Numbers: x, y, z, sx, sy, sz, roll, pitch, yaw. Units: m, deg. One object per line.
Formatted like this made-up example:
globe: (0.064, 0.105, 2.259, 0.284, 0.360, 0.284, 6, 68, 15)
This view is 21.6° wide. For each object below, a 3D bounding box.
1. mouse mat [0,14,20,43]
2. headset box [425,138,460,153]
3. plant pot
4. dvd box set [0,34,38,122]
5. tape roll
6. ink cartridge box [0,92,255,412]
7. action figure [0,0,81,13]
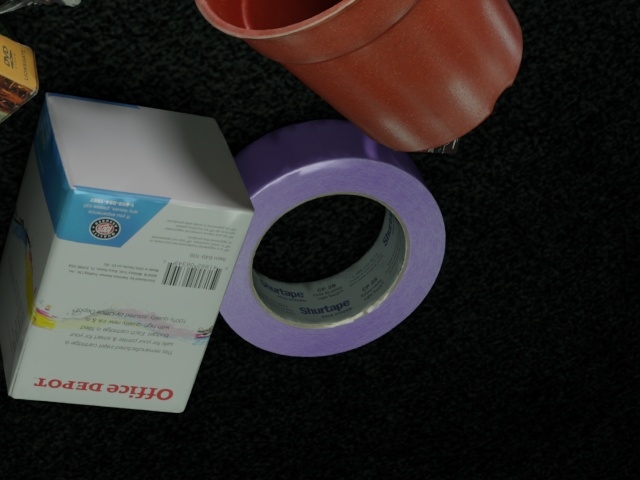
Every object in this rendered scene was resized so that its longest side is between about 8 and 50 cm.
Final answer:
mouse mat: (-0.395, -0.171, 1.679, 0.190, 0.007, 0.152, -31, 148, -4)
headset box: (0.108, -0.127, 1.882, 0.083, 0.062, 0.032, 3, 123, -19)
plant pot: (0.056, -0.240, 1.677, 0.272, 0.272, 0.265, -37, 136, 10)
dvd box set: (-0.518, -0.152, 1.548, 0.308, 0.062, 0.420, -34, 143, 27)
tape roll: (0.000, 0.000, 1.922, 0.275, 0.090, 0.274, -9, 127, -12)
ink cartridge box: (-0.219, 0.017, 1.793, 0.198, 0.197, 0.270, 8, 121, -23)
action figure: (-0.222, -0.308, 1.586, 0.141, 0.164, 0.275, 34, 107, 9)
